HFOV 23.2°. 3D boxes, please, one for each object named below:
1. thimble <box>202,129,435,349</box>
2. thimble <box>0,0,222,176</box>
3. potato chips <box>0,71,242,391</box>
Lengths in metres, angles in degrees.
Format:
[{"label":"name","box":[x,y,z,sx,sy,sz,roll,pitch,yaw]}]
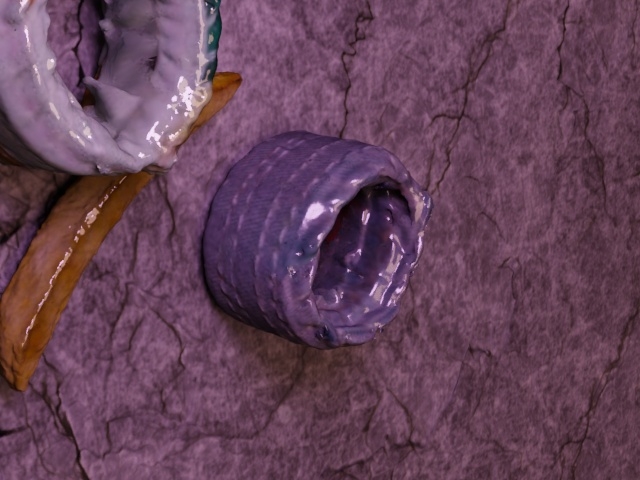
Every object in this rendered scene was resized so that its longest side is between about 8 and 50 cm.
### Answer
[{"label":"thimble","box":[0.000,0.000,1.711,0.236,0.172,0.205,-51,134,-25]},{"label":"thimble","box":[-0.222,-0.191,1.442,0.254,0.167,0.288,-34,122,-32]},{"label":"potato chips","box":[-0.215,-0.037,1.567,0.407,0.057,0.080,-56,146,-19]}]
